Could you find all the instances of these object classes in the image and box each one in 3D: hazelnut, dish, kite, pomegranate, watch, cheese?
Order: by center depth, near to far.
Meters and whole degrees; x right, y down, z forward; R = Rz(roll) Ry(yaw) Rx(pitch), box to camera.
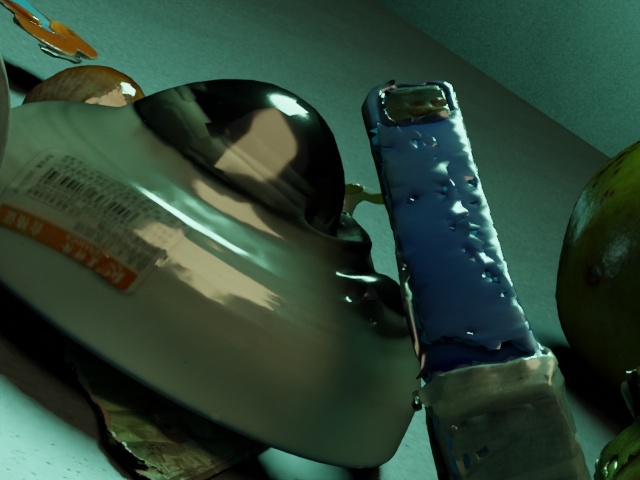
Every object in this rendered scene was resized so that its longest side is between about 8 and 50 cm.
[{"bbox_3d":[-0.097,0.042,0.860,0.268,0.013,0.323,25,14,-33],"label":"kite"},{"bbox_3d":[0.091,0.097,0.873,0.274,0.068,0.276,-103,173,-55],"label":"watch"},{"bbox_3d":[-0.044,-0.015,0.889,0.273,0.134,0.273,32,10,-6],"label":"dish"},{"bbox_3d":[-0.136,-0.064,1.035,0.086,0.086,0.086,31,12,-7],"label":"hazelnut"},{"bbox_3d":[-0.259,-0.201,1.251,0.256,0.037,0.106,40,14,15],"label":"cheese"},{"bbox_3d":[0.346,0.002,1.380,0.291,0.323,0.291,33,6,-4],"label":"pomegranate"}]

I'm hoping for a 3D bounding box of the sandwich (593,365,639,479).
[{"bbox_3d":[0.187,0.158,0.840,0.159,0.079,0.235,66,6,-58],"label":"sandwich"}]

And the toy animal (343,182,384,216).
[{"bbox_3d":[0.000,0.000,1.075,0.219,0.095,0.155,21,12,-39],"label":"toy animal"}]

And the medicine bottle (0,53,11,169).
[{"bbox_3d":[-0.225,-0.094,0.753,0.152,0.152,0.254,26,14,-26],"label":"medicine bottle"}]
